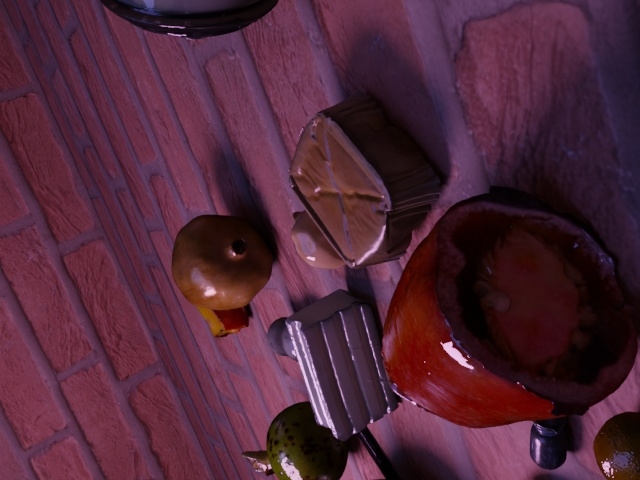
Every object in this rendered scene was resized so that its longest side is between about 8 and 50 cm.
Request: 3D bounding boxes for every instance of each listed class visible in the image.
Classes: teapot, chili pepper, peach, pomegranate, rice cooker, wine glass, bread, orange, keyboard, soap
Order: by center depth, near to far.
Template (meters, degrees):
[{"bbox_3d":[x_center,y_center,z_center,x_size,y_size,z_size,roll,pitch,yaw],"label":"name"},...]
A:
[{"bbox_3d":[0.359,0.239,0.778,0.085,0.085,0.095,48,140,28],"label":"orange"},{"bbox_3d":[0.209,0.106,0.828,0.251,0.229,0.305,18,159,3],"label":"chili pepper"},{"bbox_3d":[0.314,0.266,0.934,0.049,0.063,0.083,6,122,23],"label":"teapot"},{"bbox_3d":[-0.185,-0.428,0.955,0.316,0.264,0.317,7,130,8],"label":"rice cooker"},{"bbox_3d":[0.063,-0.083,0.987,0.210,0.109,0.192,51,145,22],"label":"bread"},{"bbox_3d":[0.042,0.232,1.267,0.094,0.150,0.262,25,135,58],"label":"soap"},{"bbox_3d":[-0.037,0.206,1.438,0.231,0.103,0.103,-11,105,65],"label":"wine glass"},{"bbox_3d":[0.121,0.467,1.489,0.196,0.018,0.060,56,160,15],"label":"keyboard"},{"bbox_3d":[-0.216,0.048,1.498,0.233,0.233,0.233,42,147,36],"label":"pomegranate"},{"bbox_3d":[-0.053,0.489,1.580,0.211,0.263,0.211,56,-166,-22],"label":"pomegranate"},{"bbox_3d":[-0.254,0.188,1.798,0.151,0.118,0.151,52,-168,-16],"label":"peach"}]

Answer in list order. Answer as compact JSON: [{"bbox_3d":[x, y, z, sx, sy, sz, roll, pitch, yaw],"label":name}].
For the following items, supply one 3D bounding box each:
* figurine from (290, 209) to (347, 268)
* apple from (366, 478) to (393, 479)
[{"bbox_3d":[0.000,0.000,1.210,0.196,0.108,0.114,138,115,-81],"label":"figurine"},{"bbox_3d":[0.094,0.636,1.325,0.357,0.357,0.358,42,147,36],"label":"apple"}]
